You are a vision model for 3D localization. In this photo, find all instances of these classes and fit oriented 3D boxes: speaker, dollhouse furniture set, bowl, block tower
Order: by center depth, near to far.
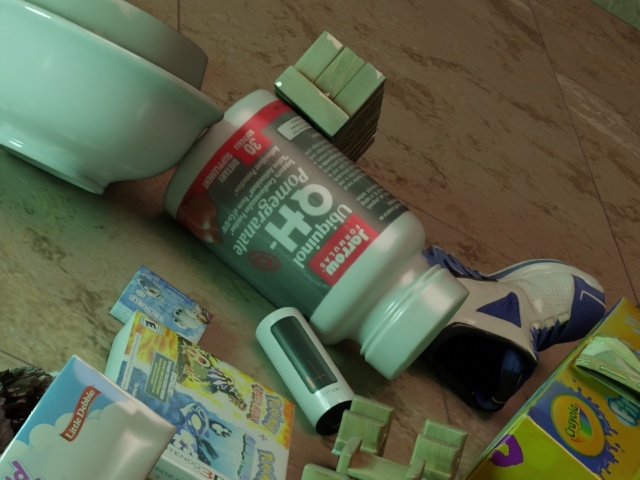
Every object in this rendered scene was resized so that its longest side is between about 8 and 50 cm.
[{"bbox_3d":[0.089,0.287,1.798,0.242,0.161,0.212,18,22,10],"label":"dollhouse furniture set"},{"bbox_3d":[-0.258,-0.136,1.955,0.298,0.134,0.298,26,-4,2],"label":"bowl"},{"bbox_3d":[-0.013,0.134,1.970,0.055,0.055,0.136,9,37,-46],"label":"speaker"},{"bbox_3d":[0.009,-0.146,2.239,0.091,0.097,0.335,41,-7,5],"label":"block tower"}]

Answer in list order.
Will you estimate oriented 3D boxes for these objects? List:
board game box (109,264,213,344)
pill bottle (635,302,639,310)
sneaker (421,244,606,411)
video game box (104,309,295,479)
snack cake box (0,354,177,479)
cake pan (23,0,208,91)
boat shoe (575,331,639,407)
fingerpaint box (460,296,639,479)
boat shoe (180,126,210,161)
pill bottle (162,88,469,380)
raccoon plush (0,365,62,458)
[{"bbox_3d":[-0.158,0.073,1.922,0.090,0.020,0.090,35,26,-5],"label":"board game box"},{"bbox_3d":[0.413,0.134,2.499,0.086,0.086,0.152,44,25,13],"label":"pill bottle"},{"bbox_3d":[0.211,0.118,2.236,0.315,0.127,0.182,7,42,-37],"label":"sneaker"},{"bbox_3d":[-0.116,0.173,1.775,0.187,0.048,0.205,34,25,-14],"label":"video game box"},{"bbox_3d":[-0.196,0.193,1.339,0.089,0.264,0.152,36,67,-2],"label":"snack cake box"},{"bbox_3d":[-0.245,-0.226,2.045,0.293,0.054,0.293,25,-4,2],"label":"cake pan"},{"bbox_3d":[0.336,0.161,2.010,0.153,0.048,0.056,42,-20,1],"label":"boat shoe"},{"bbox_3d":[0.368,0.290,2.076,0.371,0.163,0.445,41,25,7],"label":"fingerpaint box"},{"bbox_3d":[-0.180,-0.120,2.206,0.206,0.075,0.065,-19,103,-67],"label":"boat shoe"},{"bbox_3d":[0.000,0.000,2.072,0.318,0.176,0.176,41,25,8],"label":"pill bottle"},{"bbox_3d":[-0.289,0.055,1.446,0.216,0.299,0.446,42,25,10],"label":"raccoon plush"}]
